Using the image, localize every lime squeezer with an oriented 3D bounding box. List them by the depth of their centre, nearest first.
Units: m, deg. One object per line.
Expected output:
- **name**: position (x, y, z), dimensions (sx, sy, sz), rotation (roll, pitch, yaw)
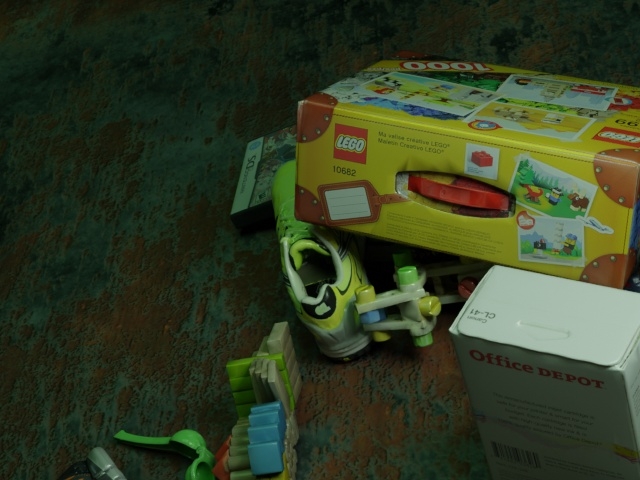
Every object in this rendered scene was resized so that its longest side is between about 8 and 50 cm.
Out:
- **lime squeezer**: position (-0.198, 0.331, 1.917), dimensions (0.110, 0.059, 0.310), rotation (-28, 40, -13)

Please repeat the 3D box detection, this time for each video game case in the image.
- **video game case**: position (-0.020, -0.144, 2.392), dimensions (0.275, 0.035, 0.248), rotation (-19, 32, 19)

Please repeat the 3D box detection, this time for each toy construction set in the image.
- **toy construction set**: position (0.226, 0.077, 1.984), dimensions (0.328, 0.151, 0.215), rotation (6, 18, 16)

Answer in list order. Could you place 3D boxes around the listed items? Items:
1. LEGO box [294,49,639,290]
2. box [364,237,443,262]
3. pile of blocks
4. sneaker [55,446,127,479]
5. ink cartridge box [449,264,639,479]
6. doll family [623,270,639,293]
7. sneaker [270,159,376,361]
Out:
- **LEGO box**: position (0.267, -0.121, 2.014), dimensions (0.500, 0.193, 0.372), rotation (13, 24, 24)
- **box**: position (0.132, -0.042, 2.245), dimensions (0.231, 0.056, 0.183), rotation (0, 40, 23)
- **pile of blocks**: position (-0.099, 0.261, 1.888), dimensions (0.113, 0.149, 0.362), rotation (-11, 39, 9)
- **sneaker**: position (-0.303, 0.414, 1.817), dimensions (0.180, 0.124, 0.321), rotation (-35, 27, -14)
- **ink cartridge box**: position (0.311, 0.196, 1.676), dimensions (0.226, 0.306, 0.131), rotation (11, 46, 31)
- **doll family**: position (0.426, 0.078, 1.968), dimensions (0.111, 0.076, 0.193), rotation (-3, 40, 5)
- **sneaker**: position (0.000, 0.000, 2.111), dimensions (0.145, 0.147, 0.384), rotation (-27, 49, 7)
